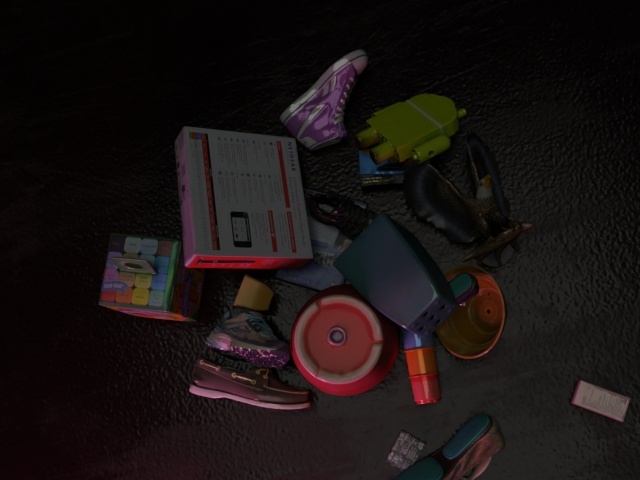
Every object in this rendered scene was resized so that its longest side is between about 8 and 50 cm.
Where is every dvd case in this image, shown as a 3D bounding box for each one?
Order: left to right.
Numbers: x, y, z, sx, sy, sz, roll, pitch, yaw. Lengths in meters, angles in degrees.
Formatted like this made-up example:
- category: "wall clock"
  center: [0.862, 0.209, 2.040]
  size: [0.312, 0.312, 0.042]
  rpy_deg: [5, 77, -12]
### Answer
- category: "dvd case"
  center: [0.000, 0.000, 1.938]
  size: [0.180, 0.022, 0.253]
  rpy_deg: [15, 81, 13]

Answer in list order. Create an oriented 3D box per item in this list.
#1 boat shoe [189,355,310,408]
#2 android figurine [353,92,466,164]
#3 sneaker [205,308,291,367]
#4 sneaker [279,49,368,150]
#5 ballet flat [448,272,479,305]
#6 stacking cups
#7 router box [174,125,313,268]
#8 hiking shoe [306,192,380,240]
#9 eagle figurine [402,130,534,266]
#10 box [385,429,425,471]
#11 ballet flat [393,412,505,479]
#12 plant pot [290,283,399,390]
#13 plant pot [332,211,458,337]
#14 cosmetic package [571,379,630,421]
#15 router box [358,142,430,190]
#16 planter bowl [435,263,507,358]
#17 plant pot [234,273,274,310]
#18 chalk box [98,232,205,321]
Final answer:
- category: "boat shoe"
  center: [-0.169, 0.346, 1.847]
  size: [0.305, 0.109, 0.091]
  rpy_deg: [7, 84, 14]
- category: "android figurine"
  center: [0.227, -0.279, 1.881]
  size: [0.272, 0.056, 0.248]
  rpy_deg: [-28, 40, -12]
- category: "sneaker"
  center: [-0.168, 0.222, 1.821]
  size: [0.283, 0.110, 0.122]
  rpy_deg: [3, 64, 47]
- category: "sneaker"
  center: [0.048, -0.349, 1.972]
  size: [0.282, 0.102, 0.161]
  rpy_deg: [-44, 78, 9]
- category: "ballet flat"
  center: [0.278, 0.143, 1.751]
  size: [0.203, 0.074, 0.074]
  rpy_deg: [-34, 74, 21]
- category: "stacking cups"
  center: [0.237, 0.228, 1.827]
  size: [0.096, 0.096, 0.316]
  rpy_deg: [-11, 81, 7]
- category: "router box"
  center: [-0.188, -0.099, 1.856]
  size: [0.301, 0.082, 0.336]
  rpy_deg: [3, 67, -28]
- category: "hiking shoe"
  center: [0.070, -0.056, 1.867]
  size: [0.226, 0.114, 0.086]
  rpy_deg: [18, 82, 13]
- category: "eagle figurine"
  center: [0.369, -0.095, 1.827]
  size: [0.225, 0.226, 0.298]
  rpy_deg: [-59, 46, 28]
- category: "box"
  center: [0.201, 0.500, 1.802]
  size: [0.067, 0.018, 0.083]
  rpy_deg: [27, 83, 13]
- category: "ballet flat"
  center: [0.295, 0.530, 1.742]
  size: [0.316, 0.107, 0.106]
  rpy_deg: [-37, 109, 1]
- category: "plant pot"
  center: [0.049, 0.226, 1.757]
  size: [0.274, 0.243, 0.275]
  rpy_deg: [-1, 82, 6]
- category: "plant pot"
  center: [0.182, 0.093, 1.702]
  size: [0.165, 0.165, 0.234]
  rpy_deg: [-46, 54, 11]
- category: "cosmetic package"
  center: [0.641, 0.367, 1.749]
  size: [0.115, 0.041, 0.060]
  rpy_deg: [21, 83, 13]
- category: "router box"
  center: [0.188, -0.201, 1.938]
  size: [0.178, 0.046, 0.133]
  rpy_deg: [-4, 77, 8]
- category: "planter bowl"
  center: [0.370, 0.166, 1.788]
  size: [0.217, 0.090, 0.217]
  rpy_deg: [-7, 81, 51]
- category: "plant pot"
  center: [-0.161, 0.140, 1.907]
  size: [0.083, 0.081, 0.082]
  rpy_deg: [21, 82, 2]
- category: "chalk box"
  center: [-0.410, 0.090, 1.846]
  size: [0.180, 0.289, 0.179]
  rpy_deg: [5, 80, 11]
